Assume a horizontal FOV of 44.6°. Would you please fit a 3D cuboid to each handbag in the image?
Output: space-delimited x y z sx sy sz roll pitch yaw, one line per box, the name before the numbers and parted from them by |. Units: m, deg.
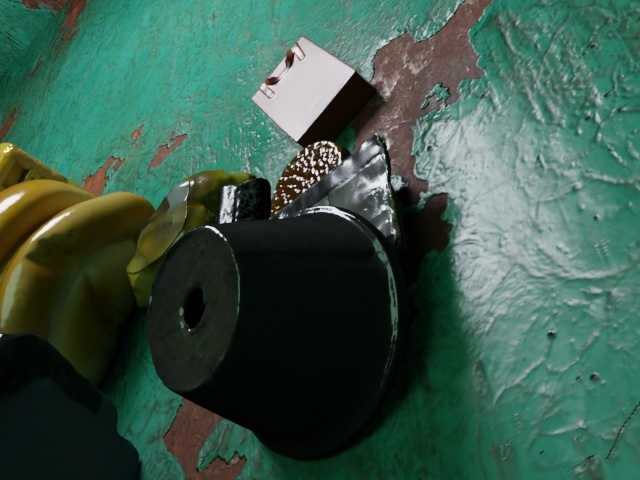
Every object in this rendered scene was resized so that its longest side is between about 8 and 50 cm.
handbag | -0.017 -0.210 1.116 0.127 0.063 0.190 -50 37 7

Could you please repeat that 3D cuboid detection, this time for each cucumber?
cucumber | -0.106 0.014 1.019 0.074 0.074 0.241 -28 44 33

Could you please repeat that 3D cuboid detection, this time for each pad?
pad | 0.001 0.000 0.883 0.233 0.022 0.174 -38 43 33

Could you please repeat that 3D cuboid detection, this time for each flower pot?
flower pot | -0.063 0.079 0.771 0.269 0.166 0.268 -14 69 43

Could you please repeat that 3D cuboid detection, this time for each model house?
model house | -0.430 0.330 0.867 0.339 0.297 0.360 -21 46 18

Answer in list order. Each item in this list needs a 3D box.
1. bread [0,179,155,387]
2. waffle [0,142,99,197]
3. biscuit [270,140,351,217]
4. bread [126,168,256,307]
bread | -0.412 0.116 1.201 0.245 0.329 0.423 12 63 10
waffle | -0.497 -0.016 1.360 0.055 0.248 0.221 8 68 54
biscuit | 0.010 -0.036 0.939 0.180 0.039 0.236 -54 38 15
bread | -0.195 -0.012 1.136 0.161 0.088 0.233 -18 46 45
